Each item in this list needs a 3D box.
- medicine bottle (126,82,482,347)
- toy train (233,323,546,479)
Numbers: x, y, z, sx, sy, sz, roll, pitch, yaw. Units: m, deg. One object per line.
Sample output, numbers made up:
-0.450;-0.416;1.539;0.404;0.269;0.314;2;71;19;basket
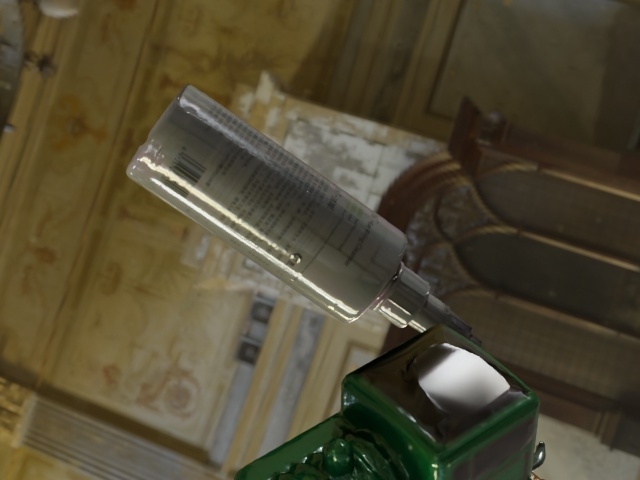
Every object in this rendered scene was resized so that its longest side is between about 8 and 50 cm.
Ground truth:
0.000;0.000;0.563;0.057;0.199;0.057;-54;9;13;medicine bottle
0.017;0.123;0.485;0.228;0.091;0.136;-23;-48;-30;toy train
